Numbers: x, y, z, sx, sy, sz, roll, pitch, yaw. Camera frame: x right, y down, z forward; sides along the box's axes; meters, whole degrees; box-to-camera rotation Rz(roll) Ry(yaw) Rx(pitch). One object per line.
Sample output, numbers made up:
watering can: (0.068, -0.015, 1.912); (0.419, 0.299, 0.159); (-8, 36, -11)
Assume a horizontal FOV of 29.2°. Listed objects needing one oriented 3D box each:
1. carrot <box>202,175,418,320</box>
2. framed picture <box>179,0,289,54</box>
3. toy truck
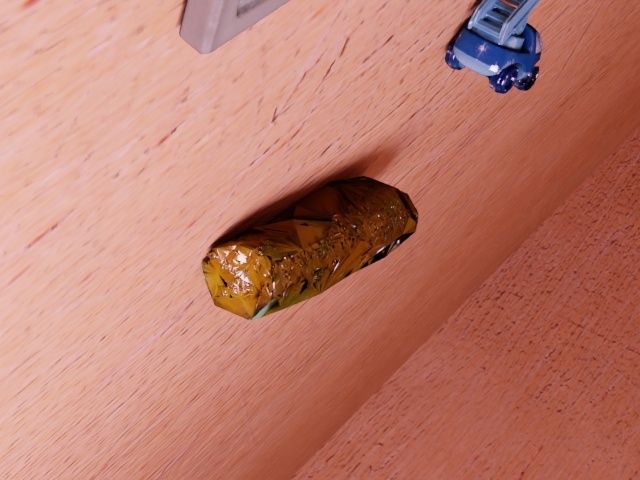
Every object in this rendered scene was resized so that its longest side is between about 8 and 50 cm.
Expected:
carrot: (0.001, 0.001, 0.855); (0.069, 0.069, 0.229); (-55, 165, 29)
framed picture: (0.064, -0.214, 0.502); (0.289, 0.020, 0.211); (-39, 165, -35)
toy truck: (0.134, -0.154, 0.871); (0.073, 0.056, 0.090); (-17, 135, -57)
